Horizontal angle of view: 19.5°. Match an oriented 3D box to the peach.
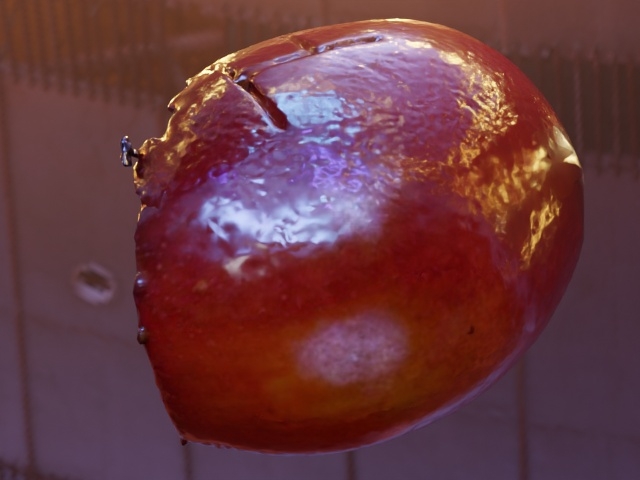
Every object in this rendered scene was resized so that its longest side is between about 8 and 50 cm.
[{"bbox_3d":[0.000,0.000,0.823,0.196,0.226,0.190,54,-29,17],"label":"peach"}]
